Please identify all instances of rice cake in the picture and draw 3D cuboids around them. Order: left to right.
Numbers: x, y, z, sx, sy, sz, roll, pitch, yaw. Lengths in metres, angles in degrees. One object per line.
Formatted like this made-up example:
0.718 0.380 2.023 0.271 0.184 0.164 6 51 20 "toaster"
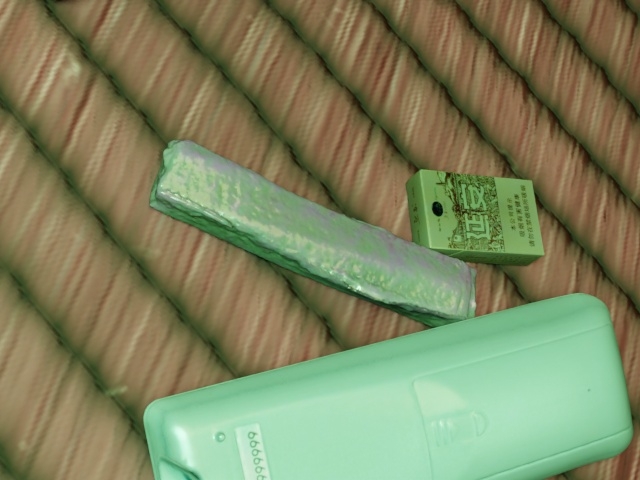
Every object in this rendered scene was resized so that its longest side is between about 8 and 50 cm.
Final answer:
0.000 0.000 0.660 0.207 0.036 0.047 25 74 -14 "rice cake"

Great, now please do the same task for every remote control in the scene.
0.053 0.104 0.625 0.293 0.051 0.103 -12 90 -25 "remote control"

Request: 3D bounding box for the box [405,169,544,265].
0.097 -0.014 0.717 0.083 0.024 0.053 3 68 -25 "box"
